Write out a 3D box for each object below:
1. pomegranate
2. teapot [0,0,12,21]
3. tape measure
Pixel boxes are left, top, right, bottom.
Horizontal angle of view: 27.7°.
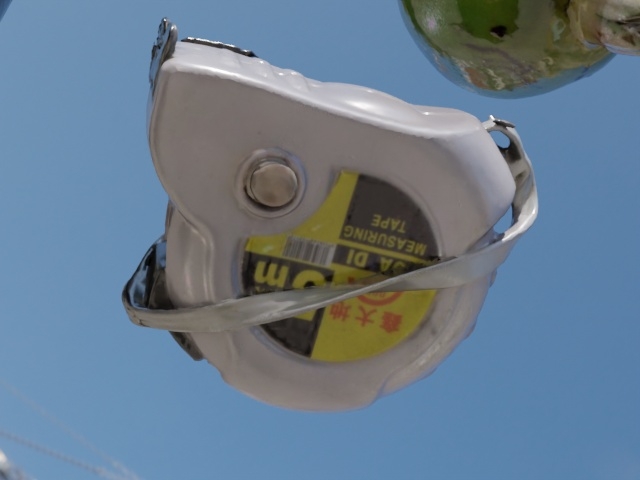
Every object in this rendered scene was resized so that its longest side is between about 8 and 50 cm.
[{"bbox_3d":[0.150,-0.173,0.847,0.209,0.180,0.180,31,-47,47],"label":"pomegranate"},{"bbox_3d":[-0.244,-0.087,0.562,0.253,0.344,0.300,28,-33,-17],"label":"teapot"},{"bbox_3d":[0.000,0.000,0.741,0.236,0.120,0.197,14,-76,-13],"label":"tape measure"}]
